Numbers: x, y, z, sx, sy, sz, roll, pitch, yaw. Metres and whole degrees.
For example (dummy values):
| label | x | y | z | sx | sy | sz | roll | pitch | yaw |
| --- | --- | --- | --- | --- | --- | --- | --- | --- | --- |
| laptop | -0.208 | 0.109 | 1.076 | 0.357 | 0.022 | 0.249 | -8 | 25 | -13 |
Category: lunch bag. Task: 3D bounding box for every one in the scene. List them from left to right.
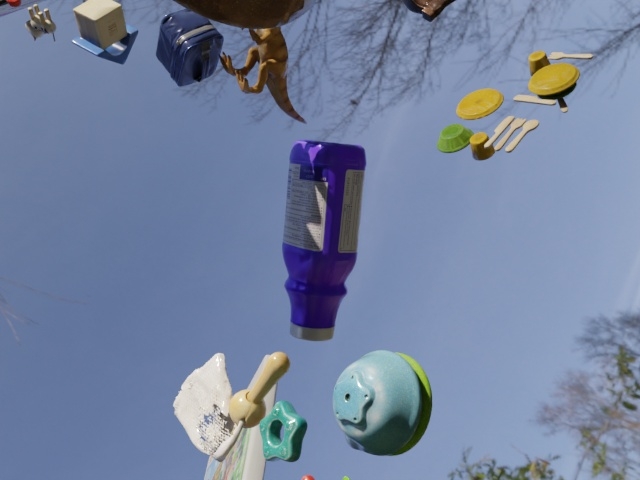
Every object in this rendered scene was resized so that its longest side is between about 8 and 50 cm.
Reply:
| label | x | y | z | sx | sy | sz | roll | pitch | yaw |
| --- | --- | --- | --- | --- | --- | --- | --- | --- | --- |
| lunch bag | -0.172 | -0.249 | 0.874 | 0.067 | 0.098 | 0.065 | -30 | -103 | -28 |

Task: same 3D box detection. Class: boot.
| label | x | y | z | sx | sy | sz | roll | pitch | yaw |
| --- | --- | --- | --- | --- | --- | --- | --- | --- | --- |
| boot | 0.237 | -0.517 | 1.373 | 0.114 | 0.106 | 0.037 | -42 | -17 | -8 |

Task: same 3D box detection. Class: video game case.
| label | x | y | z | sx | sy | sz | roll | pitch | yaw |
| --- | --- | --- | --- | --- | --- | --- | --- | --- | --- |
| video game case | -0.100 | 0.261 | 0.722 | 0.023 | 0.212 | 0.193 | 23 | -61 | -10 |

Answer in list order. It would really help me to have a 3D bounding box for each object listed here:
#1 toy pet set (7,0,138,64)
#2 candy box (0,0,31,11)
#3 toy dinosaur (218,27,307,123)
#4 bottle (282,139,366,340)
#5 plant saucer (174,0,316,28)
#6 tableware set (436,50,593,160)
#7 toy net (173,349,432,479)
| label | x | y | z | sx | sy | sz | roll | pitch | yaw |
| --- | --- | --- | --- | --- | --- | --- | --- | --- | --- |
| toy pet set | -0.262 | -0.251 | 0.744 | 0.122 | 0.114 | 0.065 | -47 | -23 | -32 |
| candy box | -0.392 | -0.319 | 0.809 | 0.233 | 0.159 | 0.071 | -15 | -68 | 10 |
| toy dinosaur | -0.064 | -0.224 | 0.866 | 0.112 | 0.064 | 0.211 | -27 | -53 | -25 |
| bottle | 0.000 | 0.000 | 0.947 | 0.092 | 0.118 | 0.283 | -1 | -81 | -35 |
| plant saucer | -0.062 | -0.233 | 0.417 | 0.198 | 0.036 | 0.199 | 13 | -112 | -37 |
| tableware set | 0.187 | -0.132 | 0.646 | 0.154 | 0.104 | 0.024 | -48 | -50 | -19 |
| toy net | -0.027 | 0.140 | 0.476 | 0.045 | 0.232 | 0.122 | 18 | -110 | -42 |
